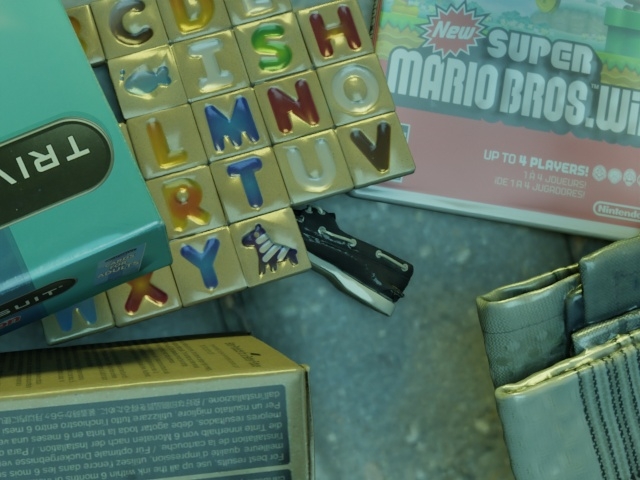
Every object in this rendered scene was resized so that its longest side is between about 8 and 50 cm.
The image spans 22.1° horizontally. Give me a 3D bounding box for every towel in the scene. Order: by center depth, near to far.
[{"bbox_3d":[0.264,0.134,0.927,0.312,0.056,0.324,-17,99,-9],"label":"towel"}]

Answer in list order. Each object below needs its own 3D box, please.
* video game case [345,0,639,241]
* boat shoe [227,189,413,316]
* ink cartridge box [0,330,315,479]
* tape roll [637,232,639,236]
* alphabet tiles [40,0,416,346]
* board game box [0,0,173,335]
[{"bbox_3d":[0.136,-0.151,1.028,0.204,0.025,0.285,9,88,-10],"label":"video game case"},{"bbox_3d":[0.000,0.000,0.994,0.125,0.046,0.038,32,83,-9],"label":"boat shoe"},{"bbox_3d":[-0.115,0.105,0.879,0.193,0.235,0.088,-4,91,-9],"label":"ink cartridge box"},{"bbox_3d":[0.320,0.076,1.010,0.286,0.100,0.286,-1,98,-11],"label":"tape roll"},{"bbox_3d":[-0.073,-0.063,0.971,0.237,0.009,0.198,-16,76,-9],"label":"alphabet tiles"},{"bbox_3d":[-0.263,-0.093,0.880,0.254,0.079,0.336,-24,75,-9],"label":"board game box"}]
